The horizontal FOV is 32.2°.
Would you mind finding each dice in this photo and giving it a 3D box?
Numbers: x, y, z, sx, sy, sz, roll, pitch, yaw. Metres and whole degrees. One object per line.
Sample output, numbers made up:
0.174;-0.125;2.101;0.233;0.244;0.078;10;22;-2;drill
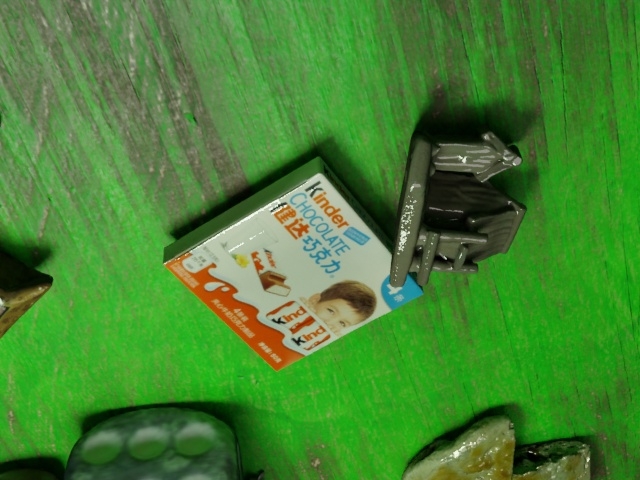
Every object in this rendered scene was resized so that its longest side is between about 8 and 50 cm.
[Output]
-0.253;0.445;1.747;0.270;0.270;0.271;-5;129;-2;dice

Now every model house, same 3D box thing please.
0.185;-0.048;1.481;0.188;0.122;0.229;0;125;-12;model house

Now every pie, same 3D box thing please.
0.300;0.423;1.915;0.337;0.075;0.338;-3;131;-4;pie

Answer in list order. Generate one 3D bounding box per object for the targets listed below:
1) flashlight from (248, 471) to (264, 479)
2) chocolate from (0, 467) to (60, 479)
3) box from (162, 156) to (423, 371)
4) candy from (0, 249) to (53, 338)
-0.119;0.442;1.916;0.031;0.052;0.110;28;137;17;flashlight
-0.463;0.467;1.869;0.156;0.080;0.254;-3;130;16;chocolate
-0.034;0.042;1.555;0.265;0.048;0.273;-30;126;18;box
-0.509;0.031;1.490;0.271;0.101;0.143;35;112;-23;candy
